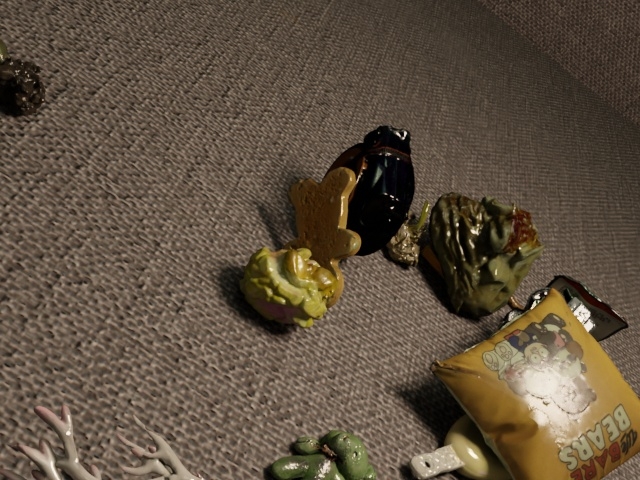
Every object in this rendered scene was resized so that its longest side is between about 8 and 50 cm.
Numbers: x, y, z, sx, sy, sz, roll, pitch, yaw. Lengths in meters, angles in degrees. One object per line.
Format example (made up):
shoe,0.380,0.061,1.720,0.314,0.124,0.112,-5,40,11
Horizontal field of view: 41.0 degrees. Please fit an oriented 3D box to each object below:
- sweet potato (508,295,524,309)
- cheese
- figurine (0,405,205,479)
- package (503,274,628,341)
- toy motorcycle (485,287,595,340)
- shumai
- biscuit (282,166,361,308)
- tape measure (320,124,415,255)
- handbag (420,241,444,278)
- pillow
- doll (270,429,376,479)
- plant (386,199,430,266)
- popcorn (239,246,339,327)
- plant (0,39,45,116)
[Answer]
sweet potato,0.397,0.114,1.821,0.026,0.026,0.115,-14,66,-51
cheese,0.229,0.341,1.365,0.252,0.054,0.127,-2,49,-46
figurine,-0.183,0.324,0.815,0.284,0.206,0.315,15,51,2
package,0.474,0.157,1.678,0.166,0.232,0.040,36,53,0
toy motorcycle,0.393,0.212,1.546,0.275,0.125,0.187,-42,76,-15
shumai,0.337,0.010,1.665,0.189,0.218,0.255,-15,85,-47
biscuit,0.000,0.000,1.434,0.030,0.153,0.234,17,65,-51
tape measure,0.079,-0.077,1.537,0.135,0.223,0.202,25,50,-25
handbag,0.247,0.040,1.753,0.083,0.027,0.061,48,30,2
pillow,0.374,0.260,1.391,0.310,0.119,0.312,-25,74,-30
doll,0.007,0.307,1.167,0.150,0.077,0.115,-17,53,-40
plant,0.182,-0.017,1.673,0.104,0.122,0.116,26,27,-41
popcorn,-0.051,0.069,1.331,0.145,0.126,0.126,34,1,27
plant,-0.487,-0.260,1.312,0.174,0.087,0.085,42,-2,8
